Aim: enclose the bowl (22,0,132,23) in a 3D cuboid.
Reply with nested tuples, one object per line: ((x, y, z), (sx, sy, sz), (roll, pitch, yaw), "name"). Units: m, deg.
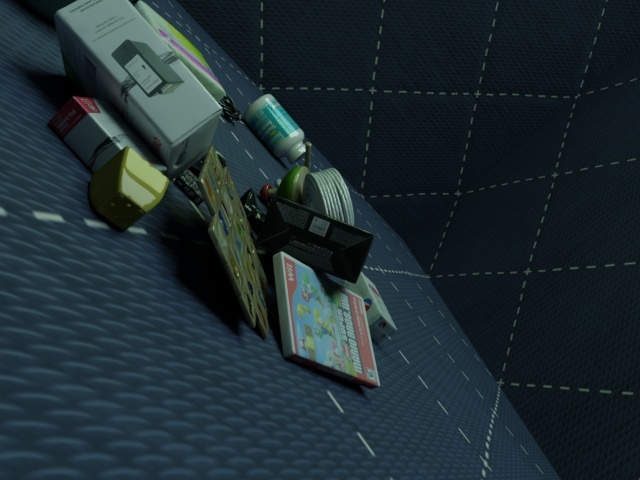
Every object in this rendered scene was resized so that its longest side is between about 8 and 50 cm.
((-0.545, -0.565, 1.205), (0.311, 0.163, 0.311), (48, 10, -12), "bowl")

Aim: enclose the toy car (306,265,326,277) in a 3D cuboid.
((-0.004, 0.139, 1.256), (0.239, 0.053, 0.225), (53, 12, 22), "toy car")

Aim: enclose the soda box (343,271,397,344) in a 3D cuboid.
((0.132, 0.180, 1.610), (0.074, 0.069, 0.216), (44, 13, -30), "soda box")

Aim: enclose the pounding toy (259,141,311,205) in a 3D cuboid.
((-0.096, -0.142, 1.657), (0.183, 0.110, 0.236), (82, 20, -51), "pounding toy")

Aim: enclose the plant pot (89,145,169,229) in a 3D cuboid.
((-0.272, -0.064, 0.826), (0.081, 0.081, 0.083), (43, 23, -32), "plant pot")

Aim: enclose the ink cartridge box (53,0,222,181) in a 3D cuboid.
((-0.308, -0.252, 1.003), (0.273, 0.115, 0.198), (49, -23, -1), "ink cartridge box")

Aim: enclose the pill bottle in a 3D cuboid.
((-0.163, -0.420, 2.266), (0.264, 0.146, 0.146), (49, 11, 0), "pill bottle")

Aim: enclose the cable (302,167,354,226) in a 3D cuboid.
((0.013, -0.057, 1.544), (0.257, 0.089, 0.257), (102, -24, -53), "cable")

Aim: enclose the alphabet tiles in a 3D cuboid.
((-0.144, -0.005, 1.014), (0.342, 0.011, 0.285), (-104, 175, -67), "alphabet tiles")

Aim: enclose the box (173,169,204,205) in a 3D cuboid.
((-0.258, -0.110, 1.182), (0.067, 0.018, 0.083), (45, 12, -21), "box")

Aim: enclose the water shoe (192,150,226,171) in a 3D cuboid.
((-0.295, -0.200, 1.265), (0.080, 0.073, 0.203), (22, -13, 48), "water shoe")

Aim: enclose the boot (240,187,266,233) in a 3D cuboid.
((-0.147, -0.062, 1.389), (0.099, 0.045, 0.121), (43, 20, -21), "boot")

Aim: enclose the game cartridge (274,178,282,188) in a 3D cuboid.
((-0.126, -0.176, 1.936), (0.056, 0.017, 0.083), (51, 10, -9), "game cartridge")

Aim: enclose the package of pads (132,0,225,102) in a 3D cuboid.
((-0.433, -0.543, 1.739), (0.296, 0.101, 0.229), (35, 19, -54), "package of pads")

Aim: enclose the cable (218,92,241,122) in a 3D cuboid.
((-0.342, -0.478, 2.048), (0.151, 0.047, 0.184), (37, 18, -30), "cable")

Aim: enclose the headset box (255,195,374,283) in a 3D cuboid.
((0.000, 0.000, 1.289), (0.218, 0.110, 0.293), (22, 1, 4), "headset box")

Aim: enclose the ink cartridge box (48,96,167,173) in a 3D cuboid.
((-0.325, -0.145, 0.917), (0.150, 0.063, 0.109), (49, 11, -4), "ink cartridge box")

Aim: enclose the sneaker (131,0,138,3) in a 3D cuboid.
((-0.568, -0.653, 1.568), (0.232, 0.081, 0.090), (-14, 70, -55), "sneaker")

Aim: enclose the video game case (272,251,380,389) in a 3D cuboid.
((0.016, 0.159, 1.132), (0.285, 0.025, 0.204), (32, 39, -46), "video game case")
